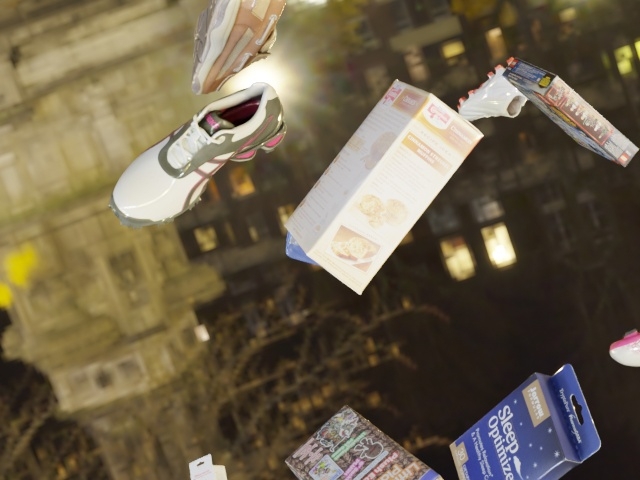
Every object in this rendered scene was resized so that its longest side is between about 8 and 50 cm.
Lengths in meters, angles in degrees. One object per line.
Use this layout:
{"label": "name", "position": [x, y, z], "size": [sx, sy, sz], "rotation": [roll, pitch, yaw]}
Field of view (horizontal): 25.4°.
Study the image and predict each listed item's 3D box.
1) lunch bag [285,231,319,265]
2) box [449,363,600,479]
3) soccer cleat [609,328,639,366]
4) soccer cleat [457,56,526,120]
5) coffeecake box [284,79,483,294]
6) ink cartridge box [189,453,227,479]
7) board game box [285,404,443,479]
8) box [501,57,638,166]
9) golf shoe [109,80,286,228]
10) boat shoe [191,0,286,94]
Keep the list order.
{"label": "lunch bag", "position": [0.000, 0.000, 2.070], "size": [0.098, 0.067, 0.065], "rotation": [14, -155, 2]}
{"label": "box", "position": [0.265, 0.271, 1.872], "size": [0.036, 0.136, 0.225], "rotation": [17, 132, -34]}
{"label": "soccer cleat", "position": [0.654, 0.184, 2.359], "size": [0.331, 0.143, 0.116], "rotation": [-14, 170, 2]}
{"label": "soccer cleat", "position": [0.275, -0.218, 2.236], "size": [0.068, 0.076, 0.196], "rotation": [-33, 176, -23]}
{"label": "coffeecake box", "position": [0.056, -0.055, 1.350], "size": [0.185, 0.068, 0.142], "rotation": [-52, -165, 3]}
{"label": "ink cartridge box", "position": [-0.162, 0.361, 2.083], "size": [0.048, 0.083, 0.028], "rotation": [-28, 153, 32]}
{"label": "board game box", "position": [0.115, 0.433, 2.265], "size": [0.141, 0.232, 0.291], "rotation": [-42, -149, -12]}
{"label": "box", "position": [0.264, -0.136, 1.501], "size": [0.027, 0.137, 0.094], "rotation": [-52, -152, 3]}
{"label": "golf shoe", "position": [-0.170, -0.124, 1.887], "size": [0.273, 0.105, 0.120], "rotation": [-37, 163, -14]}
{"label": "boat shoe", "position": [-0.126, -0.303, 2.145], "size": [0.116, 0.123, 0.324], "rotation": [7, 162, -13]}
